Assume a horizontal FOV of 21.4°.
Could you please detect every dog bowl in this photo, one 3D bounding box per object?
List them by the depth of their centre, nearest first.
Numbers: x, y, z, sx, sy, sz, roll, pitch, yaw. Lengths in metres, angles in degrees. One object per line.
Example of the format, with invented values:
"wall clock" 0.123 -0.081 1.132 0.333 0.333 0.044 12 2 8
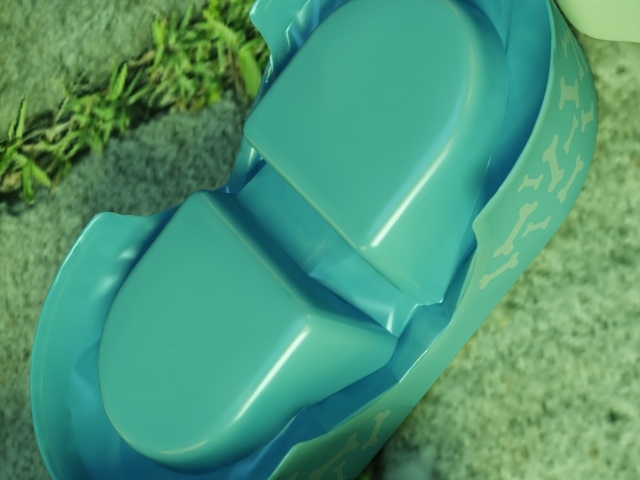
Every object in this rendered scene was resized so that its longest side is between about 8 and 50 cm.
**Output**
"dog bowl" 0.000 0.000 0.717 0.297 0.074 0.166 -53 50 10

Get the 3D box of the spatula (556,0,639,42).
"spatula" 0.121 -0.164 0.592 0.168 0.242 0.019 10 52 42
